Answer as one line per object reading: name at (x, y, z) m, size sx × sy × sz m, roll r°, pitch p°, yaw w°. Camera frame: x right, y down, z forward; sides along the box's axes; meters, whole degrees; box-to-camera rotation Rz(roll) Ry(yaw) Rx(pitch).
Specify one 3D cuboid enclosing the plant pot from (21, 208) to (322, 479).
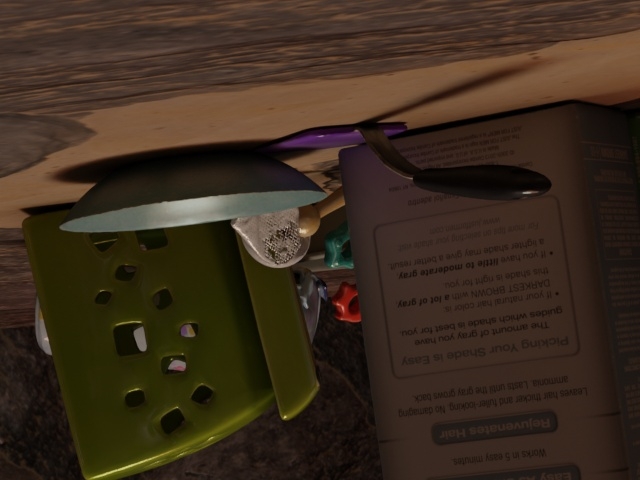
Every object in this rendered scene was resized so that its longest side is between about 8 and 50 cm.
plant pot at (-0.117, 0.072, 1.697) m, size 0.207 × 0.227 × 0.228 m, roll -14°, pitch 175°, yaw 0°

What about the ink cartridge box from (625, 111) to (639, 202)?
ink cartridge box at (0.165, -0.003, 1.521) m, size 0.212 × 0.154 × 0.093 m, roll -10°, pitch 176°, yaw 23°

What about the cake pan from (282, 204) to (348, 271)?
cake pan at (0.083, -0.012, 1.974) m, size 0.293 × 0.054 × 0.293 m, roll -7°, pitch 176°, yaw -1°

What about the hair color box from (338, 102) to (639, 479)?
hair color box at (0.142, 0.104, 1.417) m, size 0.185 × 0.374 × 0.113 m, roll -10°, pitch 175°, yaw 27°

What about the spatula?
spatula at (0.058, -0.052, 1.289) m, size 0.084 × 0.030 × 0.296 m, roll -6°, pitch -167°, yaw -29°

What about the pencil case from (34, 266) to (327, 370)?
pencil case at (-0.135, 0.068, 1.900) m, size 0.273 × 0.113 × 0.124 m, roll 6°, pitch 147°, yaw 11°

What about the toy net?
toy net at (0.000, 0.000, 1.624) m, size 0.232 × 0.122 × 0.045 m, roll 8°, pitch -165°, yaw -45°

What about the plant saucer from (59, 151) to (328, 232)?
plant saucer at (-0.092, -0.037, 1.431) m, size 0.195 × 0.037 × 0.195 m, roll -7°, pitch 177°, yaw 0°
